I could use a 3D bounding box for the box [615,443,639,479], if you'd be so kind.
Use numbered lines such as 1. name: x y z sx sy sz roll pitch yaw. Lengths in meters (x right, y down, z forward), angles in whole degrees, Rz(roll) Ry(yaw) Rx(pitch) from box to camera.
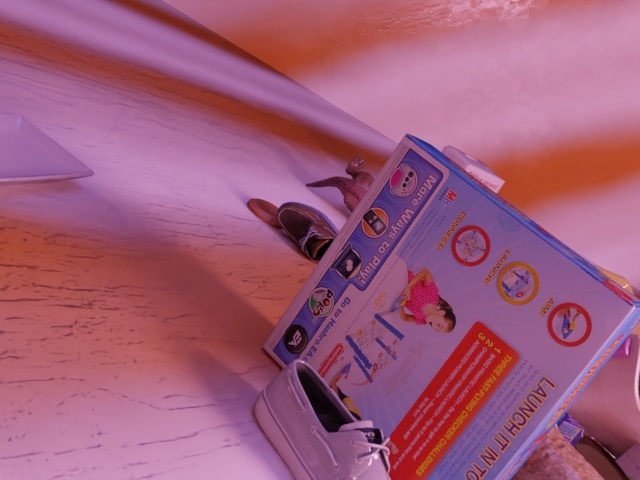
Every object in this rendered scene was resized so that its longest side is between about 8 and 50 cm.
1. box: 0.425 0.330 0.915 0.145 0.038 0.186 44 10 -14

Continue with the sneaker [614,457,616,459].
1. sneaker: 0.468 0.375 1.140 0.225 0.088 0.093 -124 -167 -73

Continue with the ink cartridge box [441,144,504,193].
1. ink cartridge box: 0.300 -0.091 1.882 0.160 0.219 0.092 16 23 -45

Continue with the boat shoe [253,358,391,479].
1. boat shoe: 0.021 0.202 0.774 0.079 0.081 0.227 12 26 -50

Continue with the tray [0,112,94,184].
1. tray: -0.400 -0.103 0.956 0.145 0.030 0.270 37 17 12

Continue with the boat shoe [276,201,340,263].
1. boat shoe: 0.000 0.000 1.339 0.183 0.066 0.066 35 18 7

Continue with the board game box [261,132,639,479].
1. board game box: 0.131 0.096 0.883 0.302 0.308 0.086 42 17 27

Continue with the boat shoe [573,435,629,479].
1. boat shoe: 0.398 0.376 1.003 0.104 0.089 0.285 38 12 -46

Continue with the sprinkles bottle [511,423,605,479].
1. sprinkles bottle: 0.294 0.326 0.863 0.121 0.121 0.355 17 23 -43

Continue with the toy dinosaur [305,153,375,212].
1. toy dinosaur: 0.112 -0.072 1.672 0.295 0.127 0.200 27 23 -1

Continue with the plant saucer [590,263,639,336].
1. plant saucer: 0.515 0.209 1.485 0.332 0.081 0.333 16 56 -45

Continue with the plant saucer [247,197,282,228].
1. plant saucer: -0.088 -0.049 1.408 0.083 0.013 0.083 30 16 -9

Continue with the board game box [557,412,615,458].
1. board game box: 0.451 0.282 1.250 0.201 0.136 0.035 26 18 -24

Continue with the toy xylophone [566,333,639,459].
1. toy xylophone: 0.437 0.232 1.000 0.236 0.081 0.323 2 -36 48
